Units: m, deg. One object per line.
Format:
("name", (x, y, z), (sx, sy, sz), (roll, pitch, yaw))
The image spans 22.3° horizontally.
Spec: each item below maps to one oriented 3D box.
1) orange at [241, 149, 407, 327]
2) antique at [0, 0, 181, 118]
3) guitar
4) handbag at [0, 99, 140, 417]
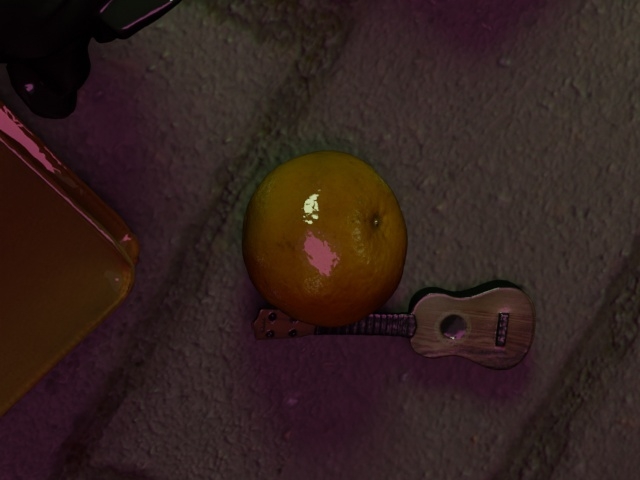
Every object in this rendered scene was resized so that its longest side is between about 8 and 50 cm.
("orange", (0.000, 0.000, 1.439), (0.136, 0.159, 0.159), (-15, 112, 37))
("antique", (-0.230, -0.198, 1.218), (0.255, 0.322, 0.185), (-35, 78, 39))
("guitar", (0.067, 0.077, 1.519), (0.271, 0.038, 0.083), (2, 104, -11))
("handbag", (-0.376, -0.025, 1.384), (0.283, 0.133, 0.401), (-43, 107, 9))
